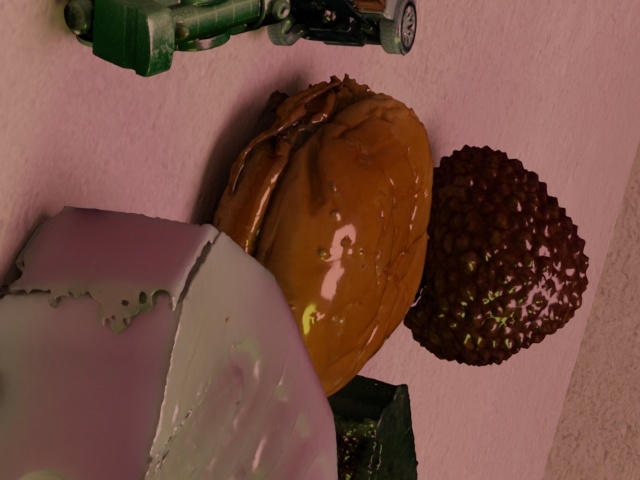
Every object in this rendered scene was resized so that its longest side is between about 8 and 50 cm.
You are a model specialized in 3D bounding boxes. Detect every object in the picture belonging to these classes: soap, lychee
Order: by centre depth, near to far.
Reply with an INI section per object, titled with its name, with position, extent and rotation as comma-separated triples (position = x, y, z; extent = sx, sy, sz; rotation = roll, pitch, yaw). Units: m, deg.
[soap]
position = -0.117, 0.176, 1.379
extent = 0.261, 0.156, 0.446
rotation = -60, 147, -32
[lychee]
position = 0.204, 0.014, 2.101
extent = 0.271, 0.271, 0.271
rotation = 17, 90, -70

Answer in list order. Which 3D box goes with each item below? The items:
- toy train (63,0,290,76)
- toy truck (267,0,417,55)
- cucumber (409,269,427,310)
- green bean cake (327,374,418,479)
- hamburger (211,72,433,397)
[toy train]
position = -0.102, -0.175, 1.254
extent = 0.178, 0.104, 0.071
rotation = -23, 129, -43
[toy truck]
position = -0.006, -0.270, 1.435
extent = 0.305, 0.136, 0.162
rotation = 33, 66, -67
[cucumber]
position = 0.029, 0.079, 1.900
extent = 0.081, 0.072, 0.303
rotation = -32, 176, 28
[green bean cake]
position = 0.032, 0.278, 2.023
extent = 0.193, 0.107, 0.208
rotation = -52, 151, -39
[hamburger]
position = 0.000, 0.000, 1.636
extent = 0.318, 0.158, 0.319
rotation = 15, 90, -70
